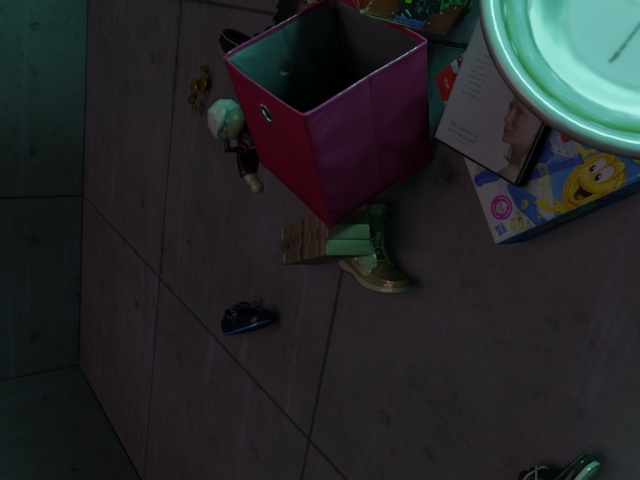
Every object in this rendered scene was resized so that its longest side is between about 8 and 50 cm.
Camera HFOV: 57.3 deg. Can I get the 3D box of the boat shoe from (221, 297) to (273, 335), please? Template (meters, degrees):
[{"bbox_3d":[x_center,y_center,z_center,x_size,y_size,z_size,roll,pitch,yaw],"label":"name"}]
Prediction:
[{"bbox_3d":[-0.224,0.214,1.644,0.258,0.108,0.089,-20,75,50],"label":"boat shoe"}]

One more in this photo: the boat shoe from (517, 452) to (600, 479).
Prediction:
[{"bbox_3d":[0.348,0.398,0.929,0.079,0.083,0.233,55,137,32],"label":"boat shoe"}]

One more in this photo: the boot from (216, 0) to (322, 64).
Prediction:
[{"bbox_3d":[-0.090,-0.491,1.342,0.377,0.138,0.284,45,129,35],"label":"boot"}]

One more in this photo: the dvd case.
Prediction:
[{"bbox_3d":[0.273,-0.229,0.850,0.180,0.022,0.253,43,126,41],"label":"dvd case"}]

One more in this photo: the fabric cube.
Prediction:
[{"bbox_3d":[0.021,-0.233,1.050,0.254,0.259,0.258,44,160,36],"label":"fabric cube"}]

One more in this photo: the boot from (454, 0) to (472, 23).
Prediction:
[{"bbox_3d":[0.235,-0.435,1.007,0.118,0.042,0.087,-33,62,49],"label":"boot"}]

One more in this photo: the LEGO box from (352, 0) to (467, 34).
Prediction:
[{"bbox_3d":[0.123,-0.652,0.959,0.373,0.193,0.501,-57,46,40],"label":"LEGO box"}]

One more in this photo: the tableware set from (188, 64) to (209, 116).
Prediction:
[{"bbox_3d":[-0.376,-0.472,1.821,0.104,0.024,0.154,59,137,34],"label":"tableware set"}]

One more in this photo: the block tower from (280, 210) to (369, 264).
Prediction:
[{"bbox_3d":[0.000,0.000,1.247,0.335,0.097,0.091,166,105,-70],"label":"block tower"}]

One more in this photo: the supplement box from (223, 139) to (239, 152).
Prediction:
[{"bbox_3d":[-0.127,-0.266,1.429,0.239,0.130,0.073,-1,95,54],"label":"supplement box"}]

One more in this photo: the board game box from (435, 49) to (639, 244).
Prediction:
[{"bbox_3d":[0.344,-0.189,0.853,0.302,0.086,0.309,-34,68,50],"label":"board game box"}]

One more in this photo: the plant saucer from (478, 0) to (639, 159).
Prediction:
[{"bbox_3d":[0.384,-0.271,0.668,0.399,0.100,0.401,-2,79,12],"label":"plant saucer"}]

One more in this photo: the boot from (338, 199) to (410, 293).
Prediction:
[{"bbox_3d":[0.113,0.005,1.190,0.213,0.077,0.165,33,120,55],"label":"boot"}]

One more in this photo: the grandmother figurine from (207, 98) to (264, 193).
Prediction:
[{"bbox_3d":[-0.099,-0.196,1.259,0.342,0.208,0.104,31,166,7],"label":"grandmother figurine"}]
